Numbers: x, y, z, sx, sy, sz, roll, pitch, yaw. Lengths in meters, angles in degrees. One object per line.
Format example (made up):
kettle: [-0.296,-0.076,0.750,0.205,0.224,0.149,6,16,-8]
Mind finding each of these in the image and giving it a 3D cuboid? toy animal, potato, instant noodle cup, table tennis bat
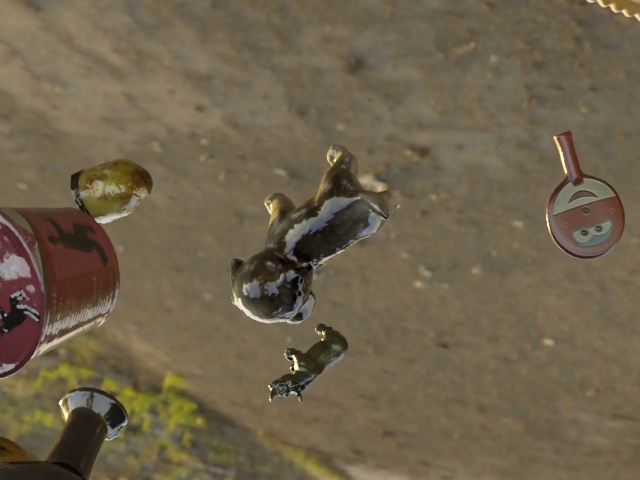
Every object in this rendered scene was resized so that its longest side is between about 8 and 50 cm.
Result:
toy animal: [-0.006,-0.001,1.643,0.233,0.168,0.121,-41,108,20]
potato: [-0.314,-0.079,2.073,0.103,0.066,0.096,-27,101,16]
instant noodle cup: [-0.391,0.055,1.813,0.235,0.234,0.178,0,-172,34]
toy animal: [-0.020,0.171,1.848,0.065,0.136,0.047,23,144,49]
table tennis bat: [0.307,-0.054,1.620,0.098,0.154,0.019,-15,179,-12]

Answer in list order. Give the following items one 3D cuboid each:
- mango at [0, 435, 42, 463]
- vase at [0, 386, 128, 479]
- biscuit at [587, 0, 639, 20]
mango: [-0.435,0.397,1.401,0.232,0.445,0.300,19,153,41]
vase: [-0.198,0.187,1.025,0.120,0.183,0.120,7,127,10]
biscuit: [0.335,-0.338,1.522,0.250,0.160,0.030,26,178,9]
